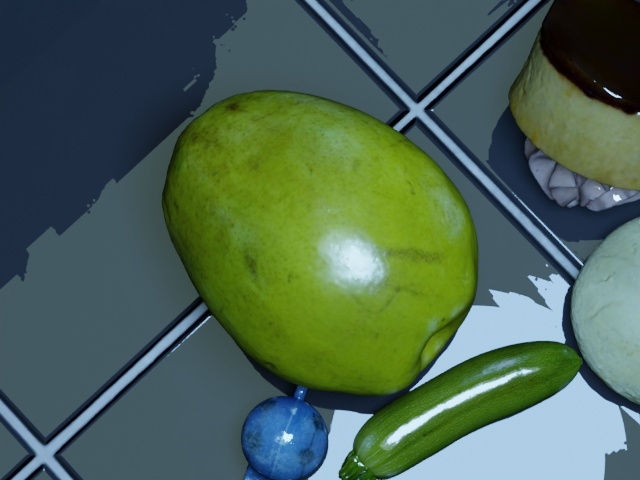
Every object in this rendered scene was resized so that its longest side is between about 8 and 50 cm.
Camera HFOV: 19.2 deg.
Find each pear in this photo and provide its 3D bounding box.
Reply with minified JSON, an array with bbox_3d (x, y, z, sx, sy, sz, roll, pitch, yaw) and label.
[{"bbox_3d":[0.000,0.000,1.748,0.307,0.253,0.253,35,83,18],"label":"pear"}]

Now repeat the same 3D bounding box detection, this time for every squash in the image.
[{"bbox_3d":[0.128,0.159,1.811,0.258,0.069,0.069,-26,82,-4],"label":"squash"}]

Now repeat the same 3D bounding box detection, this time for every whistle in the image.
[{"bbox_3d":[-0.040,0.206,1.797,0.090,0.090,0.158,19,82,3],"label":"whistle"}]

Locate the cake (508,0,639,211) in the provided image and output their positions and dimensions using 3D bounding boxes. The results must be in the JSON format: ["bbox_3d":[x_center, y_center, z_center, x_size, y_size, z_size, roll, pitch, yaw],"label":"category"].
[{"bbox_3d":[0.264,-0.117,1.812,0.185,0.178,0.207,-17,59,-41],"label":"cake"}]

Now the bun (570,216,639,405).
[{"bbox_3d":[0.350,0.066,1.792,0.222,0.127,0.222,-1,81,3],"label":"bun"}]
